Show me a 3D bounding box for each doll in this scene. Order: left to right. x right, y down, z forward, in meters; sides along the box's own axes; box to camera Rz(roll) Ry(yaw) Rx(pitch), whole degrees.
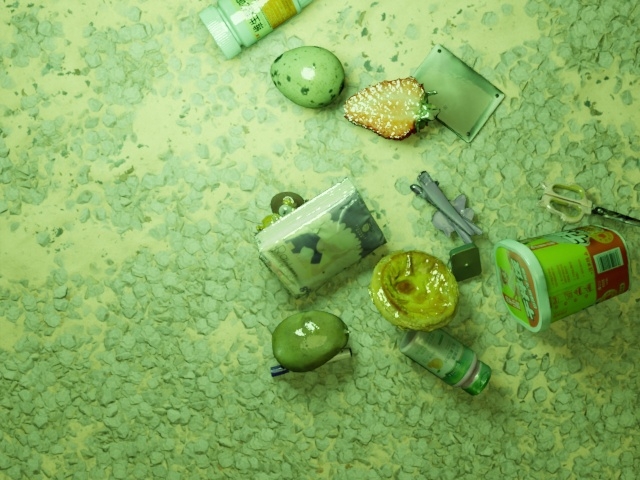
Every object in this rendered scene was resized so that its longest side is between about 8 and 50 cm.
[{"bbox_3d":[-0.105,-0.062,1.760,0.145,0.096,0.188,33,105,3],"label":"doll"}]

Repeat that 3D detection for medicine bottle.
[{"bbox_3d":[-0.182,-0.680,1.669,0.318,0.158,0.158,-33,94,2],"label":"medicine bottle"},{"bbox_3d":[0.390,0.364,1.773,0.274,0.133,0.133,34,94,-4],"label":"medicine bottle"}]

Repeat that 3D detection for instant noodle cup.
[{"bbox_3d":[0.717,0.093,1.691,0.307,0.294,0.294,-16,95,-5],"label":"instant noodle cup"}]

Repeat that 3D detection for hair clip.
[{"bbox_3d":[0.385,-0.109,1.760,0.137,0.090,0.278,-45,102,-9],"label":"hair clip"}]

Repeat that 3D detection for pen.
[{"bbox_3d":[-0.030,0.390,1.827,0.268,0.033,0.033,-14,95,2],"label":"pen"}]

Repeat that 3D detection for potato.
[{"bbox_3d":[-0.025,0.304,1.761,0.251,0.159,0.174,-18,115,11],"label":"potato"}]

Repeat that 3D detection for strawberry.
[{"bbox_3d":[0.218,-0.391,1.725,0.285,0.106,0.188,4,91,13],"label":"strawberry"}]

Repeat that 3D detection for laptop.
[{"bbox_3d":[0.408,-0.452,1.757,0.269,0.015,0.188,37,94,-3],"label":"laptop"}]

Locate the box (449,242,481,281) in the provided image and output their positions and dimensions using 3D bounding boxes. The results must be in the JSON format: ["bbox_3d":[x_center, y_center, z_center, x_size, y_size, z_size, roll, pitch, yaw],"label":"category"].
[{"bbox_3d":[0.446,0.066,1.767,0.090,0.031,0.126,-20,130,3],"label":"box"}]

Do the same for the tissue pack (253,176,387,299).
[{"bbox_3d":[0.000,0.000,1.703,0.343,0.125,0.242,-31,130,4],"label":"tissue pack"}]

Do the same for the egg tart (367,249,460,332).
[{"bbox_3d":[0.279,0.160,1.729,0.294,0.116,0.295,6,54,-9],"label":"egg tart"}]

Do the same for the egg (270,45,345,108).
[{"bbox_3d":[-0.039,-0.482,1.679,0.228,0.177,0.177,18,95,14],"label":"egg"}]

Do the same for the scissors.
[{"bbox_3d":[0.818,-0.098,1.731,0.317,0.024,0.160,18,59,10],"label":"scissors"}]
